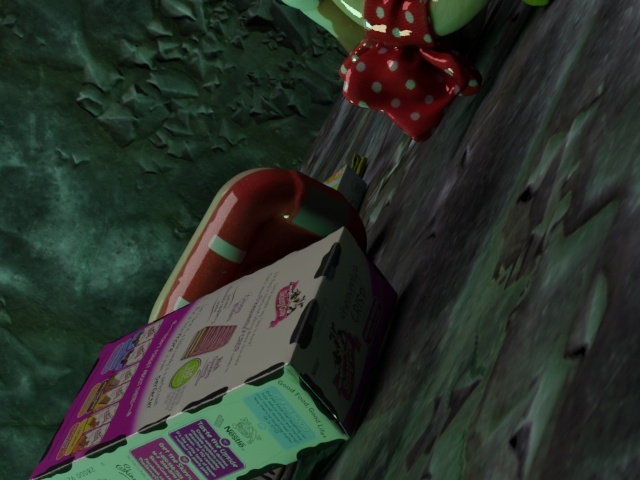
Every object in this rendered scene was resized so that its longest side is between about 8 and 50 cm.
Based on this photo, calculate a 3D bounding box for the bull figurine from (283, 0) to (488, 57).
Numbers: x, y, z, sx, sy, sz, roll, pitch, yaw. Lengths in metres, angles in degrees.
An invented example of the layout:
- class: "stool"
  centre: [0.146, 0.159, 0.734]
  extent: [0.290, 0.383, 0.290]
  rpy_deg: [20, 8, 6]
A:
- class: "bull figurine"
  centre: [0.048, -0.235, 1.452]
  extent: [0.188, 0.101, 0.310]
  rpy_deg: [-59, -37, -13]

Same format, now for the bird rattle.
- class: "bird rattle"
  centre: [0.079, -0.214, 1.279]
  extent: [0.143, 0.207, 0.253]
  rpy_deg: [-40, -3, -46]

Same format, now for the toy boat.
- class: "toy boat"
  centre: [-0.041, 0.063, 1.425]
  extent: [0.231, 0.151, 0.151]
  rpy_deg: [-61, 33, 7]

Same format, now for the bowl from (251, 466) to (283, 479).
- class: "bowl"
  centre: [-0.095, 0.205, 1.330]
  extent: [0.170, 0.080, 0.170]
  rpy_deg: [-60, 5, 9]

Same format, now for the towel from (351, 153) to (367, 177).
- class: "towel"
  centre: [0.000, 0.000, 1.914]
  extent: [0.102, 0.021, 0.237]
  rpy_deg: [-57, 6, 39]

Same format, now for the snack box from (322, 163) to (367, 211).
- class: "snack box"
  centre: [-0.008, -0.011, 1.795]
  extent: [0.100, 0.037, 0.141]
  rpy_deg: [-36, 17, 29]

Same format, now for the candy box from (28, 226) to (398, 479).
- class: "candy box"
  centre: [-0.071, 0.101, 1.151]
  extent: [0.233, 0.071, 0.159]
  rpy_deg: [-27, 23, 30]
